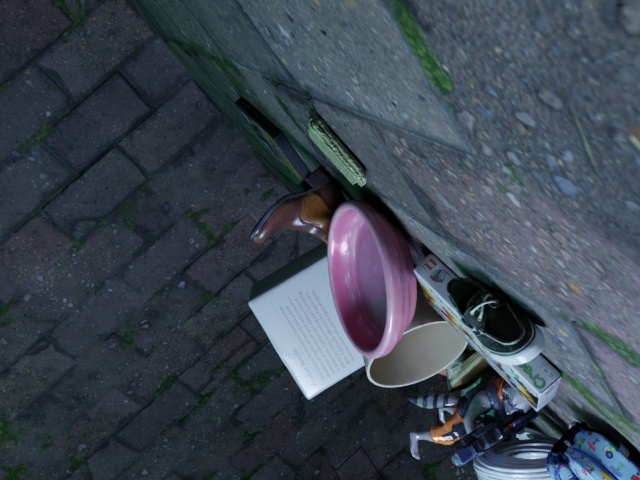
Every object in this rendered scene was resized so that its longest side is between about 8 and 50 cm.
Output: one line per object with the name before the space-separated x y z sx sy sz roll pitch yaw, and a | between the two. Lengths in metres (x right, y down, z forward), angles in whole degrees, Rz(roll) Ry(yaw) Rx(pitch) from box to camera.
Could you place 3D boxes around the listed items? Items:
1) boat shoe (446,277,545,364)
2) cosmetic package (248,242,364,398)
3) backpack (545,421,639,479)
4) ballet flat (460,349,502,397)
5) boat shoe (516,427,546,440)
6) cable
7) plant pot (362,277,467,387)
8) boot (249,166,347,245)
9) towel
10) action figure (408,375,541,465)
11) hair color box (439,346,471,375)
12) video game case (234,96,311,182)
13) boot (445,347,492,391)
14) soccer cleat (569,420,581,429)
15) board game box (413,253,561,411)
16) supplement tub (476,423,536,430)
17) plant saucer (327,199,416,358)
boat shoe | 0.250 0.115 0.847 0.070 0.078 0.219 48 180 -18
cosmetic package | 0.032 0.195 1.687 0.329 0.393 0.327 60 177 -6
backpack | 0.470 0.392 0.925 0.158 0.117 0.173 47 175 15
ballet flat | 0.454 0.420 1.540 0.116 0.124 0.342 49 178 45
boat shoe | 0.668 0.639 1.602 0.267 0.096 0.088 46 173 28
cable | 0.478 0.516 1.273 0.257 0.257 0.089 -20 75 61
plant pot | 0.189 0.176 1.392 0.256 0.256 0.274 51 -168 -47
boot | 0.000 0.000 1.369 0.280 0.264 0.096 50 153 -3
towel | 0.031 -0.157 1.016 0.148 0.027 0.110 47 179 -1
action figure | 0.349 0.415 1.333 0.341 0.330 0.178 -2 -116 -48
hair color box | 0.382 0.364 1.738 0.053 0.093 0.167 51 158 -23
video game case | -0.129 -0.288 1.715 0.248 0.035 0.275 47 176 39
boot | 0.356 0.277 1.433 0.213 0.077 0.165 108 151 -54
soccer cleat | 0.503 0.371 1.053 0.083 0.029 0.035 45 169 -2
board game box | 0.306 0.172 1.047 0.305 0.053 0.193 47 177 31
supplement tub | 0.629 0.681 1.793 0.272 0.191 0.191 47 177 12
plant saucer | 0.107 0.077 1.184 0.332 0.084 0.332 173 90 -71
